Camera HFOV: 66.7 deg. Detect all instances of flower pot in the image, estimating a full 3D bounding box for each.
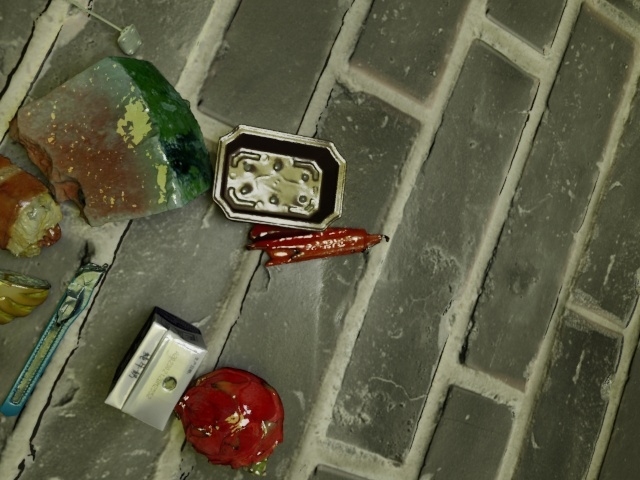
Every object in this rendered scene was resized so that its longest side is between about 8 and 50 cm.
[{"bbox_3d":[-0.082,-0.113,0.939,0.250,0.084,0.179,7,88,-17],"label":"flower pot"}]

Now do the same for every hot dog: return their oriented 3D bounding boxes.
[{"bbox_3d":[-0.513,-0.067,0.784,0.146,0.103,0.213,-39,101,27],"label":"hot dog"}]

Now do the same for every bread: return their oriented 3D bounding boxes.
[{"bbox_3d":[-0.540,0.093,0.794,0.157,0.083,0.095,23,94,-18],"label":"bread"}]

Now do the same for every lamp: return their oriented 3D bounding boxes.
[{"bbox_3d":[-0.417,-0.406,0.866,0.198,0.056,0.050,32,81,-4],"label":"lamp"}]

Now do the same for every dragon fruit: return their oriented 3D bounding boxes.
[{"bbox_3d":[-0.153,0.314,0.863,0.209,0.172,0.172,43,77,-15],"label":"dragon fruit"}]

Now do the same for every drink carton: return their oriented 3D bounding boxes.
[{"bbox_3d":[-0.265,0.199,0.800,0.101,0.222,0.134,34,79,-15],"label":"drink carton"}]

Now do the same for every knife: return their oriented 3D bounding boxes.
[{"bbox_3d":[-0.459,0.166,0.841,0.044,0.026,0.297,31,79,-27],"label":"knife"}]

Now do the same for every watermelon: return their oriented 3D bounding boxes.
[{"bbox_3d":[-0.332,-0.154,0.821,0.301,0.151,0.264,-28,98,-17],"label":"watermelon"}]

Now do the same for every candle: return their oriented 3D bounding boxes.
[{"bbox_3d":[0.000,0.000,0.977,0.301,0.059,0.085,-4,105,-18],"label":"candle"}]
